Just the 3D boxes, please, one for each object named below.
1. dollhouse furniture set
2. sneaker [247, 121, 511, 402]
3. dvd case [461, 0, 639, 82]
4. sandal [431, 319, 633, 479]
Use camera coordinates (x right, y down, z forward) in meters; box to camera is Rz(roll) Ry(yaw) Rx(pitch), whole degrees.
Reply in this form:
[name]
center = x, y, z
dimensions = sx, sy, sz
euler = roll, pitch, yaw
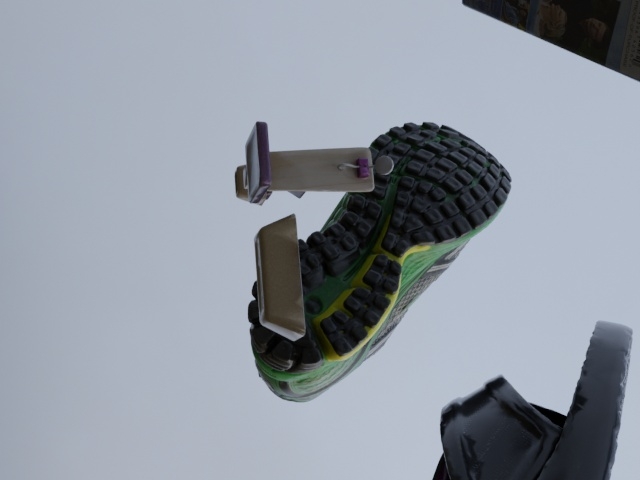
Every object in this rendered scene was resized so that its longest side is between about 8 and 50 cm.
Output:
[dollhouse furniture set]
center = 0.000, 0.000, 0.494
dimensions = 0.091, 0.081, 0.114
euler = 136, -49, -71
[sneaker]
center = 0.052, 0.012, 0.829
dimensions = 0.134, 0.343, 0.146
euler = 41, -29, 15
[dvd case]
center = 0.172, -0.221, 0.581
dimensions = 0.253, 0.022, 0.180
euler = -129, -145, -56
[sandal]
center = 0.094, 0.157, 0.485
dimensions = 0.107, 0.446, 0.167
euler = 18, -64, 22
